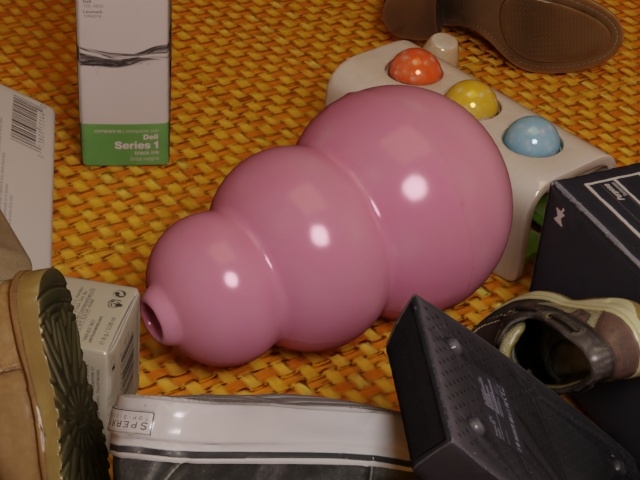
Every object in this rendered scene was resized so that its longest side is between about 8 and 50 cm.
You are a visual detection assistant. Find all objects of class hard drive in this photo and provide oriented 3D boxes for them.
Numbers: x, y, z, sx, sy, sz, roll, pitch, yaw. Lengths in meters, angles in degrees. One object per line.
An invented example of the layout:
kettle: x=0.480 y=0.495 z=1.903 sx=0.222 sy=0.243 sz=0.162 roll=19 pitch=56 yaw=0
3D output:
hard drive: x=0.149 y=0.160 z=1.121 sx=0.255 sy=0.054 sz=0.172 roll=36 pitch=24 yaw=-29

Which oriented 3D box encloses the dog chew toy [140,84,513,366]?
dog chew toy: x=0.000 y=0.000 z=1.332 sx=0.332 sy=0.206 sz=0.206 roll=-27 pitch=45 yaw=-25

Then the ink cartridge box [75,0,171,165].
ink cartridge box: x=-0.194 y=-0.207 z=1.570 sx=0.093 sy=0.219 sz=0.160 roll=0 pitch=36 yaw=-6

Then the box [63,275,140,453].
box: x=-0.285 y=0.082 z=1.245 sx=0.275 sy=0.113 sz=0.094 roll=10 pitch=35 yaw=5

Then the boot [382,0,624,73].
boot: x=0.217 y=-0.290 z=1.859 sx=0.283 sy=0.109 sz=0.220 roll=4 pitch=30 yaw=11

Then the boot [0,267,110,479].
boot: x=-0.297 y=0.144 z=1.152 sx=0.269 sy=0.236 sz=0.089 roll=-10 pitch=-4 yaw=15

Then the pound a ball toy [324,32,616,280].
pound a ball toy: x=0.154 y=-0.118 z=1.560 sx=0.208 sy=0.135 sz=0.319 roll=-24 pitch=45 yaw=-34

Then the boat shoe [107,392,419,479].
boat shoe: x=-0.014 y=0.174 z=1.131 sx=0.335 sy=0.119 sz=0.121 roll=8 pitch=-3 yaw=-38

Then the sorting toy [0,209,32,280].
sorting toy: x=-0.375 y=-0.075 z=1.207 sx=0.307 sy=0.041 sz=0.229 roll=22 pitch=21 yaw=-36

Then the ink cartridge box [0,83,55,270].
ink cartridge box: x=-0.363 y=-0.077 z=1.396 sx=0.261 sy=0.066 sz=0.296 roll=27 pitch=27 yaw=-24

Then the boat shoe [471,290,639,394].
boat shoe: x=0.171 y=0.084 z=1.245 sx=0.073 sy=0.080 sz=0.223 roll=-12 pitch=2 yaw=-29

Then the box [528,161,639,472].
box: x=0.368 y=0.070 z=1.277 sx=0.294 sy=0.182 sz=0.296 roll=-12 pitch=40 yaw=-24
